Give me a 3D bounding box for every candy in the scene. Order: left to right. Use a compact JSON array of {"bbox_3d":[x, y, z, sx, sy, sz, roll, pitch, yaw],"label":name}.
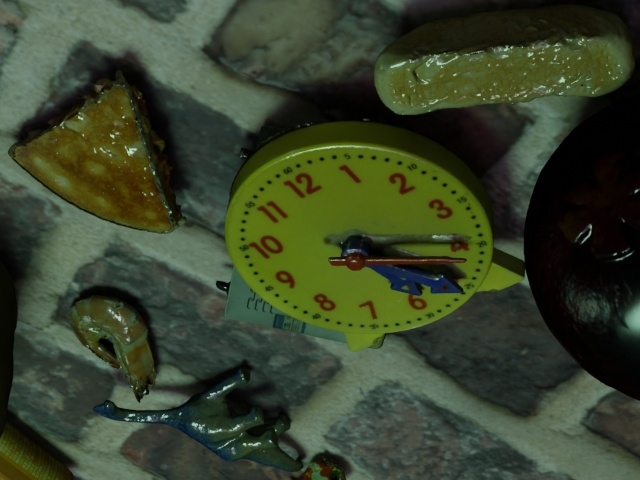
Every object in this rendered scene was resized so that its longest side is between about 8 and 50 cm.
[{"bbox_3d":[-0.038,0.324,1.928,0.185,0.049,0.055,-26,117,40],"label":"candy"}]

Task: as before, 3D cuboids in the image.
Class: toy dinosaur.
[{"bbox_3d":[-0.138,0.244,1.833,0.188,0.075,0.247,-20,136,20],"label":"toy dinosaur"}]

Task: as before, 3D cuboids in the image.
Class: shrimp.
[{"bbox_3d":[-0.244,0.131,1.773,0.099,0.041,0.180,-3,134,17],"label":"shrimp"}]

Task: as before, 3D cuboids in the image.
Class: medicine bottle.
[{"bbox_3d":[-0.416,0.285,1.912,0.096,0.096,0.192,-28,123,31],"label":"medicine bottle"}]

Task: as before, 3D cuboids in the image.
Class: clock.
[{"bbox_3d":[0.042,0.004,1.519,0.277,0.071,0.293,-32,122,33],"label":"clock"}]

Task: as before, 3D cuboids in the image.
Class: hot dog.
[{"bbox_3d":[0.171,-0.174,1.389,0.243,0.073,0.084,-6,136,12],"label":"hot dog"}]

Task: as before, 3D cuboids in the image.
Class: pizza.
[{"bbox_3d":[-0.210,-0.098,1.539,0.201,0.053,0.193,31,133,-4],"label":"pizza"}]

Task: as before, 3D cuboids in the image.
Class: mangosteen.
[{"bbox_3d":[0.359,0.009,1.400,0.307,0.306,0.347,-30,150,32],"label":"mangosteen"}]

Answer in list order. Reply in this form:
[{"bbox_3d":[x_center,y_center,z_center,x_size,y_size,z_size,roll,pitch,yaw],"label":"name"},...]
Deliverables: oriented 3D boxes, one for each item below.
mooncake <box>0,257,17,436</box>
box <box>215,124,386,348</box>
[{"bbox_3d":[-0.568,0.129,1.635,0.467,0.262,0.467,-1,126,-1],"label":"mooncake"},{"bbox_3d":[0.000,0.000,1.603,0.211,0.045,0.270,11,134,-1],"label":"box"}]
